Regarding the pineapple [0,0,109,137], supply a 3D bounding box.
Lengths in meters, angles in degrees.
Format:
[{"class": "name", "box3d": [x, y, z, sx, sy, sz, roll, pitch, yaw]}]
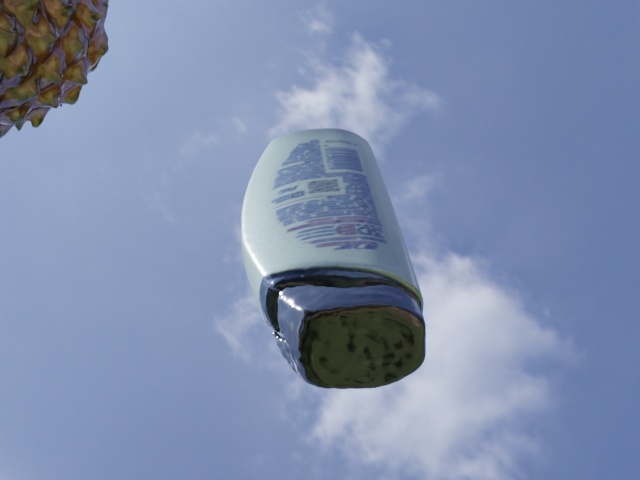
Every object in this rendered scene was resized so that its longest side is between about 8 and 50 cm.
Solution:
[{"class": "pineapple", "box3d": [-0.267, -0.122, 0.611, 0.175, 0.361, 0.175, 6, -68, 17]}]

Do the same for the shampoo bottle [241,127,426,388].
[{"class": "shampoo bottle", "box3d": [0.000, 0.000, 0.868, 0.134, 0.359, 0.078, -2, -64, -4]}]
